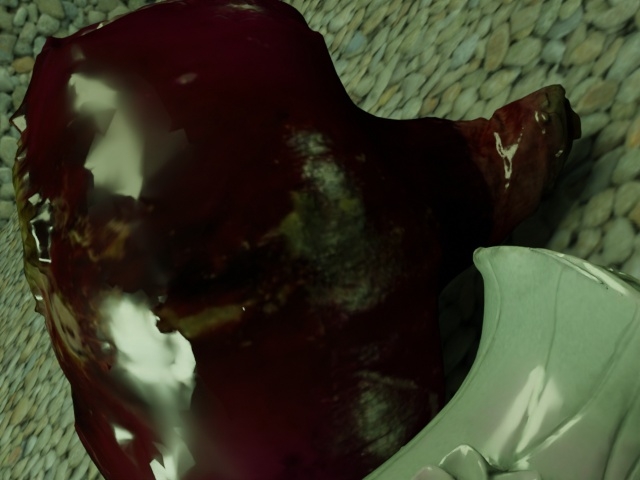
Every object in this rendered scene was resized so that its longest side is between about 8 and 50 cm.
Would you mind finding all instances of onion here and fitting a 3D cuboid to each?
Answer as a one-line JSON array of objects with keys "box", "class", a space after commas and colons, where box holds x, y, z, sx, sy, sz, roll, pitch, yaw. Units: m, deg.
[{"box": [0.000, 0.000, 0.895, 0.420, 0.398, 0.398, -16, 16, -20], "class": "onion"}]

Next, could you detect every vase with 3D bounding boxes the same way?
[{"box": [0.041, 0.213, 0.604, 0.445, 0.250, 0.250, -54, 25, -6], "class": "vase"}]
